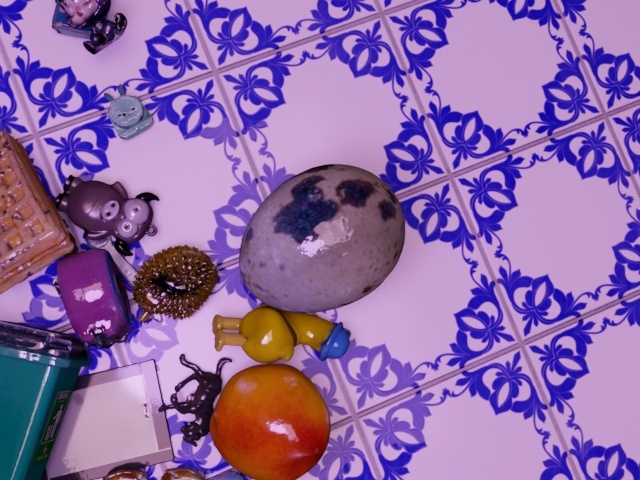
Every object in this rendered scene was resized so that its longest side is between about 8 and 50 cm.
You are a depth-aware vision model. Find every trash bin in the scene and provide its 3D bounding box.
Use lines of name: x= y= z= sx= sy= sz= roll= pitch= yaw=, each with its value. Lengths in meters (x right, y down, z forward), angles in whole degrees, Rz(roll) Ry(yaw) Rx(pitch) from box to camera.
trash bin: x=-0.734 y=0.382 z=1.635 sx=0.295 sy=0.259 sz=0.381 roll=13 pitch=79 yaw=-2

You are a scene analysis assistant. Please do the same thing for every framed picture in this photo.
framed picture: x=-0.563 y=0.466 z=1.779 sx=0.347 sy=0.016 sz=0.264 roll=-13 pitch=85 yaw=-7

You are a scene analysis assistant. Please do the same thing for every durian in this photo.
durian: x=-0.374 y=0.111 z=1.770 sx=0.193 sy=0.138 sz=0.237 roll=38 pitch=77 yaw=-3

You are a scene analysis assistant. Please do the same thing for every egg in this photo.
egg: x=0.000 y=0.000 z=1.734 sx=0.428 sy=0.345 sz=0.345 roll=-27 pitch=87 yaw=7

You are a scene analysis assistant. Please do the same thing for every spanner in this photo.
spanner: x=-0.488 y=0.089 z=1.829 sx=0.071 sy=0.017 sz=0.302 roll=-41 pitch=90 yaw=-10

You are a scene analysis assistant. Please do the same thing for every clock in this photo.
clock: x=-0.513 y=-0.339 z=1.862 sx=0.101 sy=0.041 sz=0.135 roll=-33 pitch=88 yaw=-9

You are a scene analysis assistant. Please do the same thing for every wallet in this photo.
wallet: x=-0.629 y=-0.639 z=1.874 sx=0.141 sy=0.059 sz=0.202 roll=11 pitch=83 yaw=-4

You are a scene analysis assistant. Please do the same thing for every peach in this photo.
peach: x=-0.115 y=0.434 z=1.682 sx=0.289 sy=0.308 sz=0.288 roll=0 pitch=94 yaw=-6

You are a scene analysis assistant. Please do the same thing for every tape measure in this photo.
tape measure: x=-0.548 y=0.146 z=1.709 sx=0.149 sy=0.231 sz=0.245 roll=-16 pitch=84 yaw=-8

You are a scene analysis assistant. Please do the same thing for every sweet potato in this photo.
sweet potato: x=-0.645 y=0.020 z=1.810 sx=0.041 sy=0.038 sz=0.153 roll=-18 pitch=84 yaw=-31

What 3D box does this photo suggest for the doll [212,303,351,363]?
doll: x=-0.090 y=0.231 z=1.797 sx=0.363 sy=0.145 sz=0.199 roll=5 pitch=39 yaw=-21

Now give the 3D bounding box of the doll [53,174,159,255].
doll: x=-0.535 y=-0.075 z=1.793 sx=0.257 sy=0.117 sz=0.182 roll=24 pitch=75 yaw=-1

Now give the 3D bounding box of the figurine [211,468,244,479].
figurine: x=-0.208 y=0.698 z=1.743 sx=0.205 sy=0.103 sz=0.260 roll=-28 pitch=92 yaw=-34

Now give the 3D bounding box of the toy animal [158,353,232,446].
toy animal: x=-0.313 y=0.395 z=1.794 sx=0.148 sy=0.084 sz=0.232 roll=27 pitch=75 yaw=-23

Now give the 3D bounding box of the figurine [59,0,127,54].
figurine: x=-0.582 y=-0.604 z=1.791 sx=0.145 sy=0.145 sz=0.222 roll=-34 pitch=101 yaw=-9

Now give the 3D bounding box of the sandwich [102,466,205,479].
sandwich: x=-0.414 y=0.684 z=1.728 sx=0.273 sy=0.095 sz=0.248 roll=0 pitch=86 yaw=-7

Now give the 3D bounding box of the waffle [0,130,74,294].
waffle: x=-0.781 y=-0.063 z=1.698 sx=0.261 sy=0.114 sz=0.376 roll=-35 pitch=64 yaw=-3
